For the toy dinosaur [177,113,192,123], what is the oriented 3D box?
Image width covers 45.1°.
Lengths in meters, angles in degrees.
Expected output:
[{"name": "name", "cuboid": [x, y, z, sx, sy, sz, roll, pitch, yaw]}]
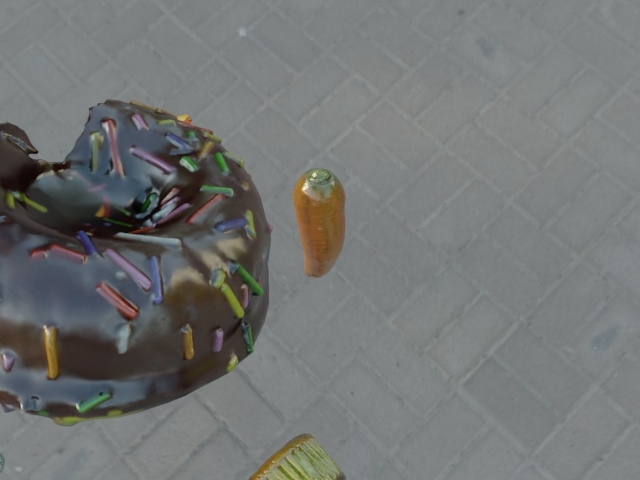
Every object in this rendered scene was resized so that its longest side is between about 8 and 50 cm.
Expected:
[{"name": "toy dinosaur", "cuboid": [-0.267, -0.091, 1.154, 0.070, 0.117, 0.288, 7, 45, 27]}]

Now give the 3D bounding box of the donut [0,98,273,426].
[{"name": "donut", "cuboid": [-0.132, -0.004, 0.446, 0.230, 0.096, 0.216, -1, 39, -29]}]

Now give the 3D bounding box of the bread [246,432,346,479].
[{"name": "bread", "cuboid": [-0.079, 0.512, 1.553, 0.253, 0.227, 0.142, -40, 79, -2]}]

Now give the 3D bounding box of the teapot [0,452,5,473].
[{"name": "teapot", "cuboid": [-0.667, 0.344, 1.424, 0.149, 0.162, 0.239, -24, 91, -5]}]

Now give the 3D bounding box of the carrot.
[{"name": "carrot", "cuboid": [0.000, 0.001, 0.934, 0.066, 0.271, 0.062, 23, 63, 15]}]
